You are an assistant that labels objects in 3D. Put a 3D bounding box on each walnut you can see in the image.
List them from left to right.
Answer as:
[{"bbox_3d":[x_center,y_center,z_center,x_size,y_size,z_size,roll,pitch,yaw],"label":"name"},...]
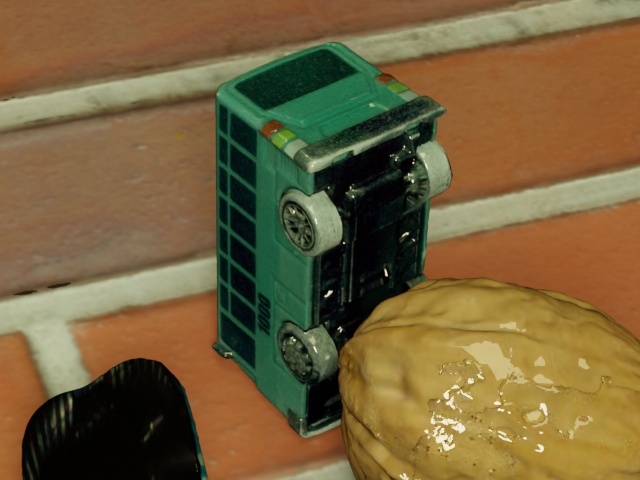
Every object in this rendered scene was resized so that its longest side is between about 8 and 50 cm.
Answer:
[{"bbox_3d":[0.127,0.123,1.241,0.245,0.198,0.198,13,45,0],"label":"walnut"}]

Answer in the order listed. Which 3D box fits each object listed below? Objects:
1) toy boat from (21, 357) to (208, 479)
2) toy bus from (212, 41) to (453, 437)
[{"bbox_3d":[-0.106,0.227,1.173,0.134,0.092,0.299,-24,54,14],"label":"toy boat"},{"bbox_3d":[0.000,0.000,1.306,0.128,0.256,0.147,-25,47,-30],"label":"toy bus"}]
